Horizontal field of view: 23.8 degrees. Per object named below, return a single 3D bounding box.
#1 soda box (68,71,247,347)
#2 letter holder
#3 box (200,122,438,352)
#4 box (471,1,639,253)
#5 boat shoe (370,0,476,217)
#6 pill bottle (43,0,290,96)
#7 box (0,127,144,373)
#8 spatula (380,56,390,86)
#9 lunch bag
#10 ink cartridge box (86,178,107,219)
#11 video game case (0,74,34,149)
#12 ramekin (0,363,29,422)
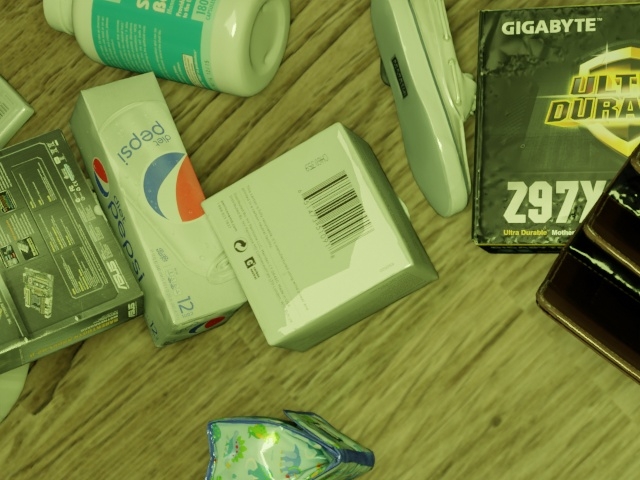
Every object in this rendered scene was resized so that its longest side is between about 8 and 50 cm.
[{"bbox_3d":[-0.183,-0.035,1.685,0.091,0.098,0.286,-18,78,-23],"label":"soda box"},{"bbox_3d":[0.370,0.066,1.398,0.302,0.214,0.152,36,113,6],"label":"letter holder"},{"bbox_3d":[0.000,0.000,1.634,0.182,0.119,0.181,-30,73,12],"label":"box"},{"bbox_3d":[0.322,-0.115,1.571,0.322,0.079,0.257,1,83,18],"label":"box"},{"bbox_3d":[0.130,-0.157,1.634,0.084,0.095,0.258,-15,91,-19],"label":"boat shoe"},{"bbox_3d":[-0.178,-0.256,1.720,0.264,0.146,0.146,14,86,19],"label":"pill bottle"},{"bbox_3d":[-0.321,0.011,1.663,0.183,0.056,0.231,-24,69,-16],"label":"box"},{"bbox_3d":[0.088,-0.315,1.703,0.084,0.030,0.296,1,83,5],"label":"spatula"},{"bbox_3d":[-0.030,0.227,1.602,0.151,0.129,0.096,0,82,19],"label":"lunch bag"},{"bbox_3d":[-0.273,0.011,1.753,0.104,0.060,0.180,-18,76,14],"label":"ink cartridge box"},{"bbox_3d":[-0.490,-0.143,1.869,0.227,0.026,0.206,-47,71,7],"label":"video game case"},{"bbox_3d":[-0.471,0.123,1.761,0.277,0.135,0.277,-3,80,18],"label":"ramekin"}]
